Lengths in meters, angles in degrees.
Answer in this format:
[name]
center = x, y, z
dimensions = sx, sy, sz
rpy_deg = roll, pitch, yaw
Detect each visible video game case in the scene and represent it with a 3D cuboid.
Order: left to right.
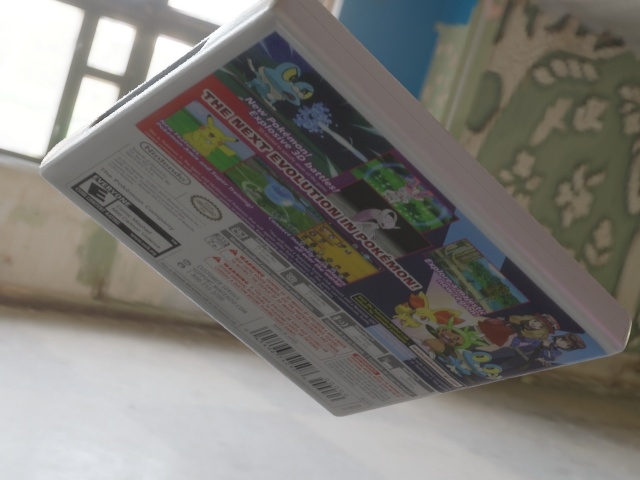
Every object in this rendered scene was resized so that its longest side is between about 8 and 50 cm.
[video game case]
center = 0.000, 0.000, 0.481
dimensions = 0.201, 0.023, 0.183
rpy_deg = 42, -38, -21
